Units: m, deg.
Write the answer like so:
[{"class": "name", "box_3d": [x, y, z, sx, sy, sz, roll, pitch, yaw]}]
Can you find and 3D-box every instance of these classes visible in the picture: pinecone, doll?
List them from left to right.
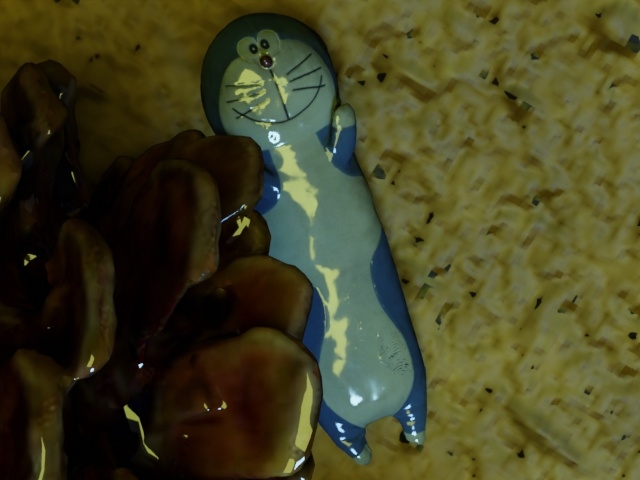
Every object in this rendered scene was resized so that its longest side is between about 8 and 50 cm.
[{"class": "pinecone", "box_3d": [-0.111, 0.048, 0.446, 0.212, 0.168, 0.185, -3, 79, -12]}, {"class": "doll", "box_3d": [0.000, 0.000, 0.493, 0.037, 0.027, 0.125, -21, 100, -10]}]
